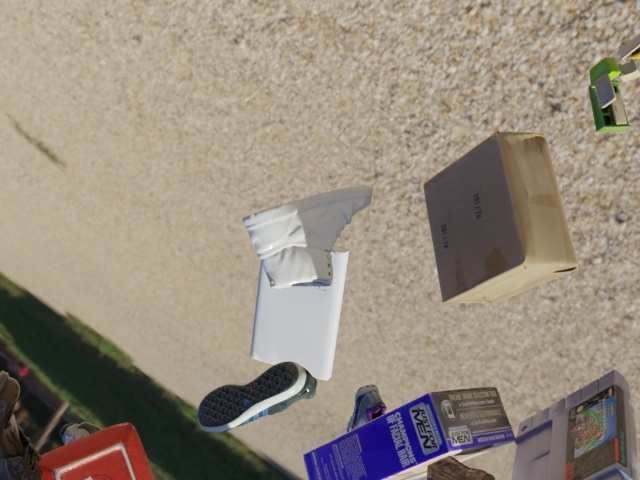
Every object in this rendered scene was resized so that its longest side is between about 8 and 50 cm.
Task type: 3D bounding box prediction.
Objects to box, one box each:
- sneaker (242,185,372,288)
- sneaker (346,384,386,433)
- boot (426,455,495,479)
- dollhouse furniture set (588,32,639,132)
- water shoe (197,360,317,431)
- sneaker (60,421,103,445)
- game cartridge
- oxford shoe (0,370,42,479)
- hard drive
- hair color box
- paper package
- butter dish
[{"bbox_3d":[0.000,0.000,1.455,0.108,0.292,0.169,-19,90,53],"label":"sneaker"},{"bbox_3d":[0.121,0.475,1.974,0.098,0.083,0.224,-128,34,-51],"label":"sneaker"},{"bbox_3d":[0.156,0.322,0.988,0.037,0.106,0.114,54,160,-14],"label":"boot"},{"bbox_3d":[0.342,-0.172,0.832,0.076,0.059,0.152,-4,165,-18],"label":"dollhouse furniture set"},{"bbox_3d":[-0.098,0.256,1.219,0.203,0.073,0.080,-25,140,22],"label":"water shoe"},{"bbox_3d":[-0.427,0.374,1.319,0.132,0.086,0.228,49,-158,25],"label":"sneaker"},{"bbox_3d":[0.411,0.363,1.290,0.068,0.355,0.230,44,119,-2],"label":"game cartridge"},{"bbox_3d":[-0.371,0.246,0.927,0.096,0.083,0.227,15,121,-9],"label":"oxford shoe"},{"bbox_3d":[-0.053,0.153,1.859,0.210,0.319,0.040,13,-163,20],"label":"hard drive"},{"bbox_3d":[0.149,0.367,1.386,0.185,0.110,0.339,5,147,-42],"label":"hair color box"},{"bbox_3d":[0.405,-0.043,1.827,0.168,0.325,0.309,3,158,-30],"label":"paper package"},{"bbox_3d":[-0.337,0.373,1.163,0.118,0.159,0.160,-33,77,58],"label":"butter dish"}]
